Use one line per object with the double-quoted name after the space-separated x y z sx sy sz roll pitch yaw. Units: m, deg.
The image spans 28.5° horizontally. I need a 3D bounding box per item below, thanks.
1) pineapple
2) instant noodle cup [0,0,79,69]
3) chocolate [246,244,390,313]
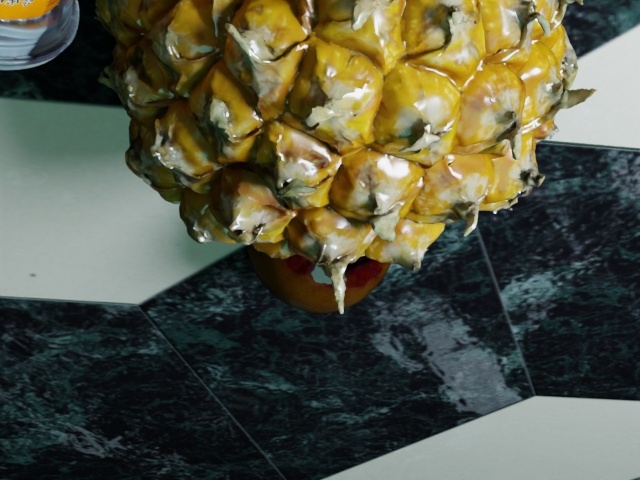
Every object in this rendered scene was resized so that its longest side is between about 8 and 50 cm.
-0.006 -0.111 0.755 0.344 0.209 0.286 -5 147 7 "pineapple"
-0.183 -0.195 0.669 0.177 0.208 0.125 42 121 2 "instant noodle cup"
0.000 0.000 1.044 0.124 0.127 0.133 29 160 7 "chocolate"
